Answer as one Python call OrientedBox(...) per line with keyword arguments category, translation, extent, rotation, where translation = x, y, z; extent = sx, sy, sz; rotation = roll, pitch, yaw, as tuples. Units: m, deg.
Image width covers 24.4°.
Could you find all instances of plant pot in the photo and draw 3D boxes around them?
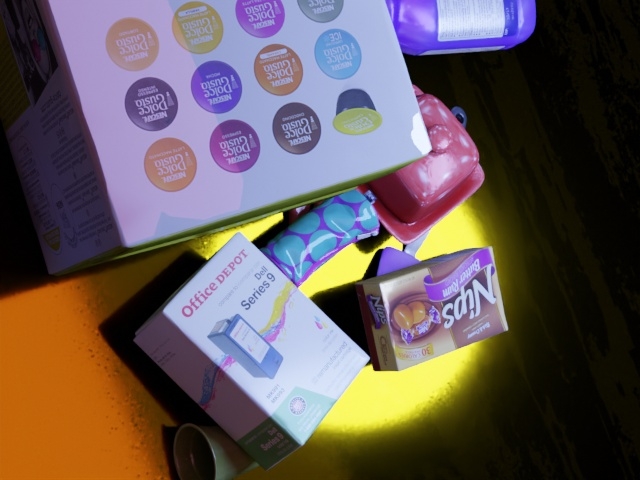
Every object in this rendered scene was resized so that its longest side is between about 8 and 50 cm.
OrientedBox(category="plant pot", translation=(-0.109, 0.237, 1.656), extent=(0.079, 0.083, 0.083), rotation=(-10, 87, -39))

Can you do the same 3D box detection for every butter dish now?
OrientedBox(category="butter dish", translation=(0.120, -0.105, 1.755), extent=(0.160, 0.118, 0.160), rotation=(-39, 91, -26))

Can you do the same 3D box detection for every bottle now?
OrientedBox(category="bottle", translation=(0.128, -0.288, 1.826), extent=(0.283, 0.092, 0.118), rotation=(-8, 88, -26))

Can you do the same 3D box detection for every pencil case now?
OrientedBox(category="pencil case", translation=(0.000, 0.000, 1.719), extent=(0.152, 0.064, 0.070), rotation=(-35, 62, -24))

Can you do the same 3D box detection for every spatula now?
OrientedBox(category="spatula", translation=(0.134, -0.034, 1.828), extent=(0.084, 0.030, 0.296), rotation=(27, 72, -24))

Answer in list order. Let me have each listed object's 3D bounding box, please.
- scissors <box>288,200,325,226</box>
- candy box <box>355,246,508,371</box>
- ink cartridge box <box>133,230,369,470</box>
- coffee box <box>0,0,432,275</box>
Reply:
OrientedBox(category="scissors", translation=(-0.017, 0.022, 1.753), extent=(0.109, 0.021, 0.297), rotation=(12, 77, -25))
OrientedBox(category="candy box", translation=(0.135, 0.081, 1.768), extent=(0.187, 0.053, 0.109), rotation=(-16, 97, -36))
OrientedBox(category="ink cartridge box", translation=(-0.076, 0.121, 1.639), extent=(0.212, 0.093, 0.154), rotation=(44, 50, -2))
OrientedBox(category="coffee box", translation=(-0.141, -0.173, 1.541), extent=(0.338, 0.338, 0.334), rotation=(-18, 90, -23))
